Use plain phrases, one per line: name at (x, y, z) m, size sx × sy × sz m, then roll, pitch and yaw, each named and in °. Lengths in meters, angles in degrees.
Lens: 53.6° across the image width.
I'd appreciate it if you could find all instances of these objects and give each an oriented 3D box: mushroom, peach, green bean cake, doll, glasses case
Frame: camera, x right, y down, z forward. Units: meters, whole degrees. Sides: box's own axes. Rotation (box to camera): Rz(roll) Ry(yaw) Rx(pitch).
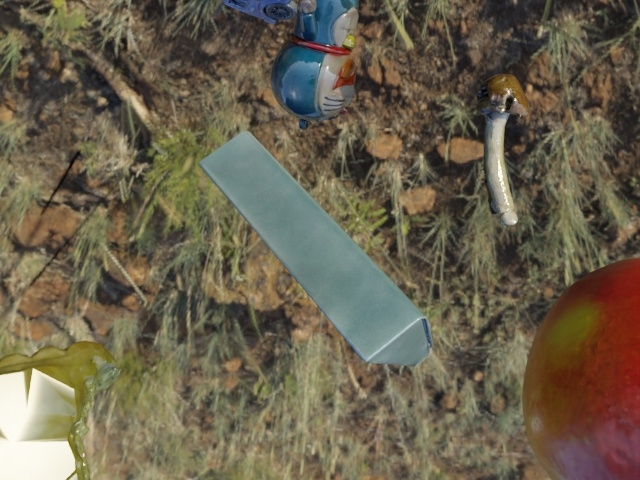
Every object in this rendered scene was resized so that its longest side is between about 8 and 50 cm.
mushroom at (0.229, -0.112, 0.788) m, size 0.061 × 0.186 × 0.060 m, roll -5°, pitch -175°, yaw -32°
peach at (0.259, 0.121, 0.478) m, size 0.196 × 0.226 × 0.189 m, roll 10°, pitch 123°, yaw 6°
green bean cake at (-0.327, 0.245, 0.713) m, size 0.233 × 0.236 × 0.124 m, roll -7°, pitch 167°, yaw -32°
doll at (-0.002, -0.180, 0.619) m, size 0.086 × 0.114 × 0.151 m, roll 23°, pitch 115°, yaw 19°
glasses case at (0.000, 0.000, 0.584) m, size 0.056 × 0.266 × 0.105 m, roll -50°, pitch 149°, yaw 13°

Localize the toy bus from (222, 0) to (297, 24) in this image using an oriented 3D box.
toy bus at (-0.063, -0.463, 0.981) m, size 0.133 × 0.125 × 0.292 m, roll 10°, pitch 167°, yaw -20°
